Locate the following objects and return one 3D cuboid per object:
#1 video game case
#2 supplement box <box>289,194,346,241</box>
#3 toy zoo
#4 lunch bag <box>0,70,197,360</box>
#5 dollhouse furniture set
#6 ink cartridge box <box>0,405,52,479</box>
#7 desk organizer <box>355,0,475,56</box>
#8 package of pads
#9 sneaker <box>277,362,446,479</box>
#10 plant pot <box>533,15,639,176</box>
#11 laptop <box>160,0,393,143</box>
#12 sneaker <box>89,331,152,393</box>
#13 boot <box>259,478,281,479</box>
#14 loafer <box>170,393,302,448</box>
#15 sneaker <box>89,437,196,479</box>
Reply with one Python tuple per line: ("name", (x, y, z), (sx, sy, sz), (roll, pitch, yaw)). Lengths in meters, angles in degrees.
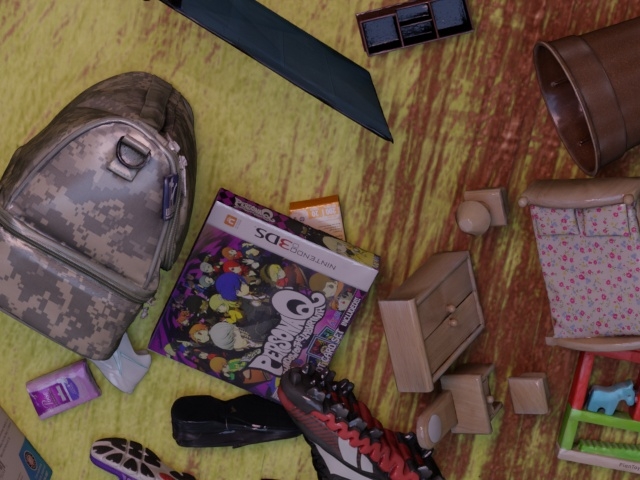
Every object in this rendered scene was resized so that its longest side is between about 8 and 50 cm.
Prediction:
("video game case", (-0.070, 0.075, 1.895), (0.210, 0.042, 0.232), (24, 119, -7))
("supplement box", (0.000, 0.000, 1.905), (0.062, 0.036, 0.098), (-10, 107, 2))
("toy zoo", (0.419, 0.150, 1.966), (0.192, 0.030, 0.293), (10, 105, -5))
("lunch bag", (-0.243, -0.048, 1.746), (0.213, 0.305, 0.256), (30, 104, -10))
("dollhouse furniture set", (0.269, 0.101, 1.794), (0.356, 0.174, 0.303), (-2, 111, 31))
("ink cartridge box", (-0.488, 0.262, 1.884), (0.197, 0.198, 0.270), (-33, 104, 8))
("desk organizer", (0.110, -0.251, 1.828), (0.130, 0.050, 0.047), (-14, 106, 2))
("package of pads", (-0.317, 0.183, 1.952), (0.083, 0.032, 0.050), (-22, 103, 5))
("sneaker", (0.027, 0.257, 1.926), (0.135, 0.097, 0.276), (-39, 124, 15))
("plant pot", (0.353, -0.179, 1.808), (0.165, 0.167, 0.167), (-22, 106, -3))
("laptop", (-0.060, -0.332, 1.627), (0.236, 0.382, 0.408), (-3, 106, -2))
("sneaker", (-0.271, 0.120, 1.929), (0.152, 0.054, 0.061), (40, 92, -18))
("boot", (-0.036, 0.364, 2.011), (0.106, 0.037, 0.114), (10, 103, 9))
("loafer", (-0.101, 0.229, 1.966), (0.170, 0.062, 0.061), (5, 130, -3))
("sneaker", (-0.219, 0.309, 1.976), (0.170, 0.068, 0.071), (34, 108, -11))
